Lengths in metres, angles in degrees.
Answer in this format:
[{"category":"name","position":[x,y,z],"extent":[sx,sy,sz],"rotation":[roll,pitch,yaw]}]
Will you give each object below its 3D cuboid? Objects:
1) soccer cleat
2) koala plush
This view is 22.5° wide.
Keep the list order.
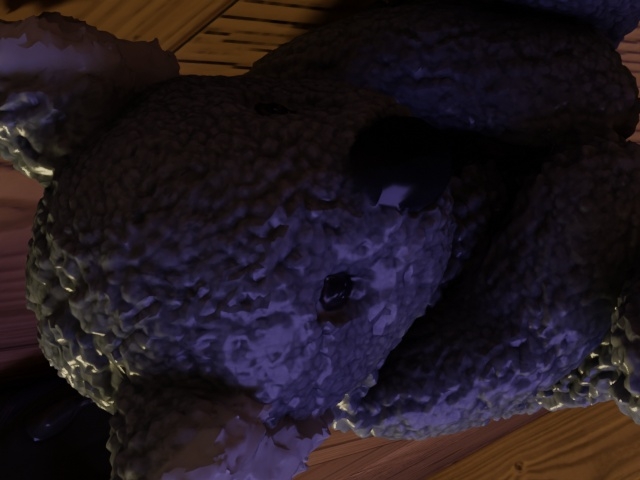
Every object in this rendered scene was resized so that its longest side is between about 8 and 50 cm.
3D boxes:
[{"category":"soccer cleat","position":[-0.214,0.138,0.822],"extent":[0.289,0.093,0.121],"rotation":[-14,172,-34]},{"category":"koala plush","position":[0.000,0.000,0.493],"extent":[0.221,0.196,0.203],"rotation":[-17,174,-45]}]
